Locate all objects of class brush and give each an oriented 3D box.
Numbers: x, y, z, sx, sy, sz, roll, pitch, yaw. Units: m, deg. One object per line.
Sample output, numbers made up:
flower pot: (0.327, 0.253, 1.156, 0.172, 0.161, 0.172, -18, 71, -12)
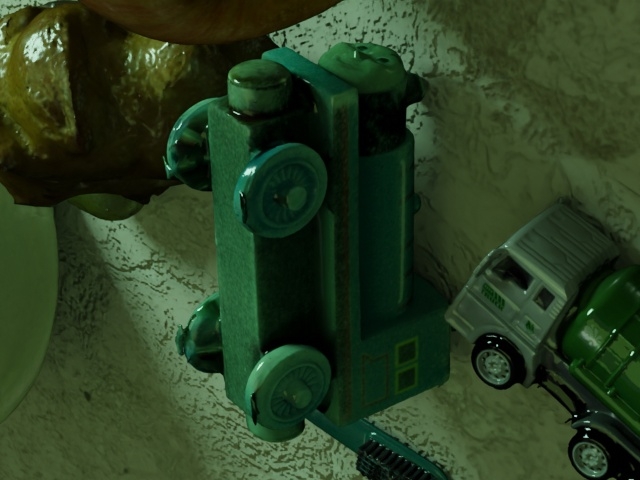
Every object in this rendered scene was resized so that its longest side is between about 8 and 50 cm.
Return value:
brush: (0.027, 0.169, 1.525, 0.193, 0.032, 0.043, 30, 136, 28)

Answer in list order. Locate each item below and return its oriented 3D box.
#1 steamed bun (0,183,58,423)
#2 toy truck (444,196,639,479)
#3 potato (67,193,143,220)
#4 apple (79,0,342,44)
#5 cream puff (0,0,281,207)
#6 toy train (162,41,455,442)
steamed bun: (-0.441, -0.020, 1.689, 0.371, 0.290, 0.456, -16, 107, 56)
toy truck: (0.206, 0.084, 1.219, 0.242, 0.101, 0.125, 42, 136, 13)
potato: (-0.212, -0.099, 1.547, 0.105, 0.085, 0.188, -23, 94, 48)
apple: (-0.072, -0.281, 1.107, 0.275, 0.299, 0.299, 58, 145, 22)
cream puff: (-0.162, -0.109, 1.379, 0.269, 0.241, 0.154, 161, 110, -65)
toy train: (0.000, 0.000, 1.311, 0.120, 0.194, 0.298, 37, 138, 46)
